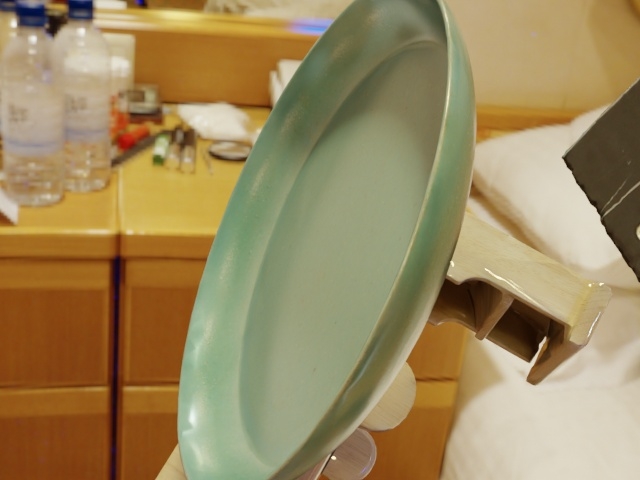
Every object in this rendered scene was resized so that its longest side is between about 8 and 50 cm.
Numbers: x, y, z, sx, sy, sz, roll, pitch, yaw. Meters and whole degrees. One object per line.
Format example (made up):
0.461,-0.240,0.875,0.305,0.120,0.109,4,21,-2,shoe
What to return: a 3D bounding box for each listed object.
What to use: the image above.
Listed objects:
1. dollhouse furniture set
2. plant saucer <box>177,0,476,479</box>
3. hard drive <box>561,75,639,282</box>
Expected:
0.061,0.170,0.957,0.256,0.362,0.394,29,71,9,dollhouse furniture set
0.000,0.000,0.582,0.043,0.318,0.318,21,19,-20,plant saucer
0.241,0.093,0.348,0.236,0.064,0.339,24,30,-32,hard drive
